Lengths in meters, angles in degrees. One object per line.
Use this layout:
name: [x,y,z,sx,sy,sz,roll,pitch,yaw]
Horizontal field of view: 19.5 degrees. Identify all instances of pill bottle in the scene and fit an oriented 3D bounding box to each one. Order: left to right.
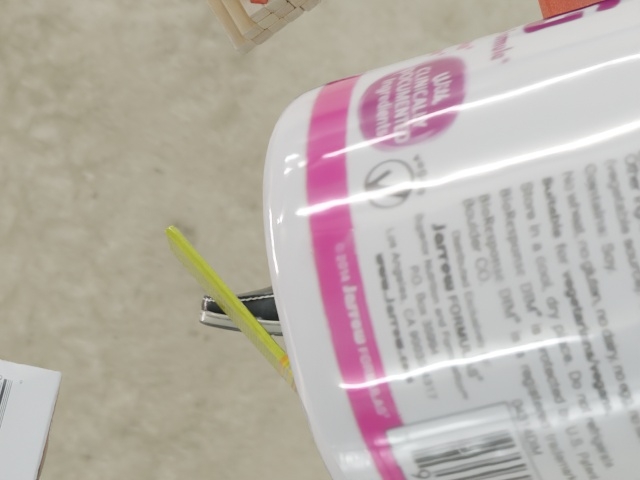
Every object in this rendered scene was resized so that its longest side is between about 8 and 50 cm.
pill bottle: [0.139,-0.007,0.579,0.283,0.160,0.160,-15,70,17]

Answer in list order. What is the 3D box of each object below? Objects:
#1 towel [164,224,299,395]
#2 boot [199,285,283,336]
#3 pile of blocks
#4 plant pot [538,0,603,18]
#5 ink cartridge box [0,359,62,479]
towel: [-0.050,0.081,1.619,0.021,0.102,0.237,-41,85,-9]
boot: [0.001,0.000,1.762,0.236,0.085,0.179,-2,91,-4]
pile of blocks: [-0.100,-0.389,1.994,0.149,0.112,0.362,-11,74,19]
plant pot: [0.307,-0.271,1.316,0.236,0.267,0.267,119,145,-54]
ink cartridge box: [-0.286,0.232,1.365,0.130,0.309,0.272,14,77,-6]
